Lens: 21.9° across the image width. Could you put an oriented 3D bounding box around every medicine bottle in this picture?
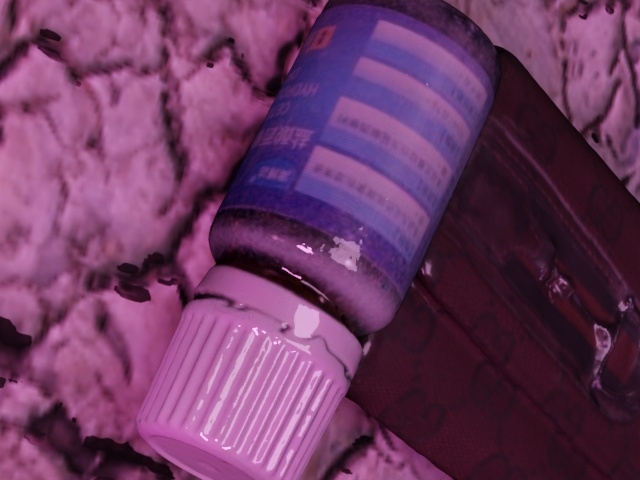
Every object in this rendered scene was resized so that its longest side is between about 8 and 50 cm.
[{"bbox_3d":[0.000,0.000,0.649,0.083,0.083,0.203,38,66,-34],"label":"medicine bottle"}]

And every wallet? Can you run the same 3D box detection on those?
[{"bbox_3d":[0.107,0.043,0.765,0.229,0.049,0.182,43,62,-34],"label":"wallet"}]
